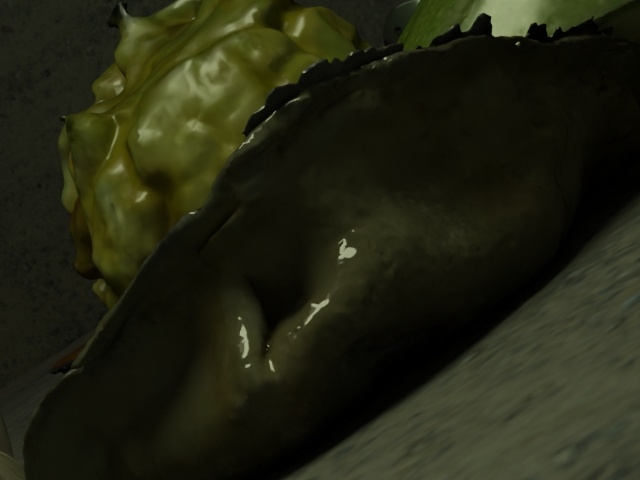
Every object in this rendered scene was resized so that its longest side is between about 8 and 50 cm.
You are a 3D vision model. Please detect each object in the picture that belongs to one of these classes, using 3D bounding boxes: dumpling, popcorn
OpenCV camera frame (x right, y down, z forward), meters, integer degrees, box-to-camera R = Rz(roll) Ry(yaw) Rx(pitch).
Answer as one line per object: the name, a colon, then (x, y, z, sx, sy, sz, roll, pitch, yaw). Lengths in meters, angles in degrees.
dumpling: (0.027, 0.007, 0.596, 0.332, 0.086, 0.166, -35, -28, -16)
popcorn: (-0.053, -0.044, 0.867, 0.249, 0.225, 0.249, -33, 10, 6)

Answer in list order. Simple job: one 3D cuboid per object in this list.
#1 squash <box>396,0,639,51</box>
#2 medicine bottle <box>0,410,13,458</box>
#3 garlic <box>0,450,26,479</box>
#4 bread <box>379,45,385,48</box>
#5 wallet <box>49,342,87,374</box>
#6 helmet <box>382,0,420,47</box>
squash: (0.132, -0.075, 0.728, 0.260, 0.189, 0.189, -63, 10, -9)
medicine bottle: (-0.329, 0.134, 0.691, 0.325, 0.256, 0.256, -24, -3, -36)
garlic: (-0.151, 0.126, 0.644, 0.074, 0.094, 0.113, 7, -13, -13)
bread: (0.089, -0.163, 1.268, 0.240, 0.135, 0.178, -34, -39, -13)
wallet: (-0.154, 0.083, 1.476, 0.161, 0.042, 0.195, -26, 5, 26)
helmet: (0.129, -0.120, 1.133, 0.153, 0.107, 0.177, -30, -34, -23)
